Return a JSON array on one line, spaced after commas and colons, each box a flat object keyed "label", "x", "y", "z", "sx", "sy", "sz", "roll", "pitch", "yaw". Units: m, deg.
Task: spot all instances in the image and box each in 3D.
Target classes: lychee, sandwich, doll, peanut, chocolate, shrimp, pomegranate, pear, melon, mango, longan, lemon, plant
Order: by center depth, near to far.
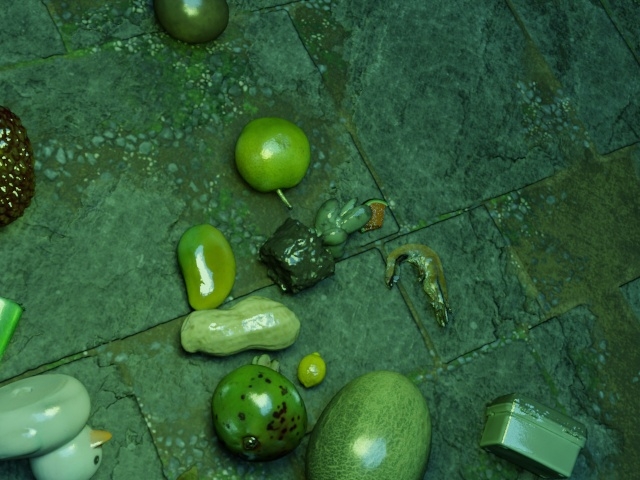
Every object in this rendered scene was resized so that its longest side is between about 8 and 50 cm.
[{"label": "doll", "x": -0.514, "y": 0.367, "z": 1.695, "sx": 0.251, "sy": 0.221, "sz": 0.221, "roll": -10, "pitch": 71, "yaw": -6}, {"label": "chocolate", "x": -0.658, "y": 0.243, "z": 1.728, "sx": 0.110, "sy": 0.110, "sz": 0.291, "roll": 20, "pitch": 65, "yaw": -11}, {"label": "lychee", "x": -0.681, "y": -0.153, "z": 1.818, "sx": 0.236, "sy": 0.236, "sz": 0.271, "roll": -38, "pitch": 106, "yaw": -29}, {"label": "melon", "x": 0.101, "y": 0.414, "z": 1.851, "sx": 0.249, "sy": 0.248, "sz": 0.329, "roll": 34, "pitch": 52, "yaw": -4}, {"label": "pomegranate", "x": -0.121, "y": 0.330, "z": 1.853, "sx": 0.202, "sy": 0.202, "sz": 0.248, "roll": 27, "pitch": 34, "yaw": -8}, {"label": "peanut", "x": -0.168, "y": 0.180, "z": 1.928, "sx": 0.257, "sy": 0.123, "sz": 0.123, "roll": -2, "pitch": 69, "yaw": -20}, {"label": "lemon", "x": -0.018, "y": 0.277, "z": 1.972, "sx": 0.062, "sy": 0.062, "sz": 0.083, "roll": 22, "pitch": 64, "yaw": -11}, {"label": "mango", "x": -0.243, "y": 0.058, "z": 1.975, "sx": 0.122, "sy": 0.085, "sz": 0.191, "roll": -8, "pitch": 80, "yaw": -34}, {"label": "plant", "x": 0.001, "y": 0.001, "z": 2.048, "sx": 0.274, "sy": 0.146, "sz": 0.149, "roll": -38, "pitch": 128, "yaw": -31}, {"label": "pear", "x": -0.107, "y": -0.171, "z": 2.089, "sx": 0.180, "sy": 0.166, "sz": 0.216, "roll": -9, "pitch": 93, "yaw": -37}, {"label": "shrimp", "x": 0.232, "y": 0.105, "z": 2.148, "sx": 0.152, "sy": 0.046, "sz": 0.219, "roll": -8, "pitch": 67, "yaw": -24}, {"label": "longan", "x": -0.306, "y": -0.553, "z": 2.177, "sx": 0.185, "sy": 0.159, "sz": 0.204, "roll": 27, "pitch": 21, "yaw": -26}, {"label": "sandwich", "x": 0.117, "y": -0.059, "z": 2.190, "sx": 0.069, "sy": 0.026, "sz": 0.101, "roll": 23, "pitch": 65, "yaw": -15}]

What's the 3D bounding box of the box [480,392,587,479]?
[{"label": "box", "x": 0.472, "y": 0.436, "z": 2.041, "sx": 0.210, "sy": 0.148, "sz": 0.129, "roll": 27, "pitch": 69, "yaw": -5}]

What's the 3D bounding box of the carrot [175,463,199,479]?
[{"label": "carrot", "x": -0.322, "y": 0.566, "z": 1.732, "sx": 0.070, "sy": 0.070, "sz": 0.342, "roll": 38, "pitch": 59, "yaw": -2}]
